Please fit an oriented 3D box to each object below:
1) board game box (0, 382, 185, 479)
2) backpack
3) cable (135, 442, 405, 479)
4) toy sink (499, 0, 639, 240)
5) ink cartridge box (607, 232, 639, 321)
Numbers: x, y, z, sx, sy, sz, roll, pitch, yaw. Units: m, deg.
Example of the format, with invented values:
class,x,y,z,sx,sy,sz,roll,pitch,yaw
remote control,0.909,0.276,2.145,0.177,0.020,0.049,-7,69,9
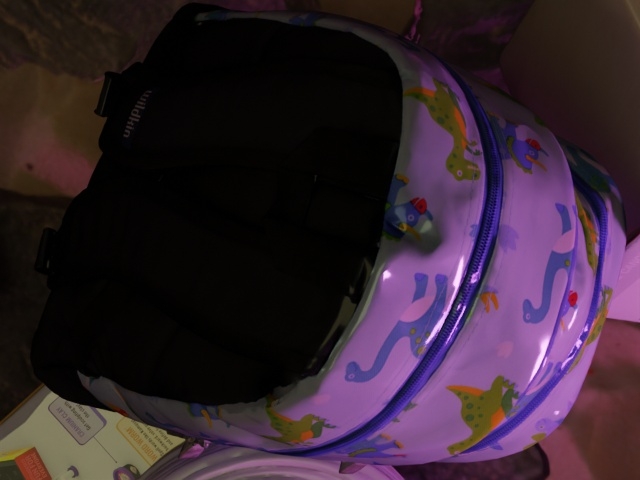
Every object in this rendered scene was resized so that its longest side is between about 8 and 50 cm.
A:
class,x,y,z,sx,sy,sz,roll,pitch,yaw
board game box,-0.132,0.203,1.077,0.316,0.064,0.242,-41,88,-3
backpack,0.000,0.000,0.890,0.273,0.355,0.290,24,80,-16
cable,-0.033,0.249,0.998,0.257,0.089,0.257,-11,87,-2
toy sink,0.216,-0.100,0.915,0.131,0.234,0.153,-22,80,-10
ink cartridge box,0.293,-0.022,0.841,0.238,0.060,0.275,10,150,-17
